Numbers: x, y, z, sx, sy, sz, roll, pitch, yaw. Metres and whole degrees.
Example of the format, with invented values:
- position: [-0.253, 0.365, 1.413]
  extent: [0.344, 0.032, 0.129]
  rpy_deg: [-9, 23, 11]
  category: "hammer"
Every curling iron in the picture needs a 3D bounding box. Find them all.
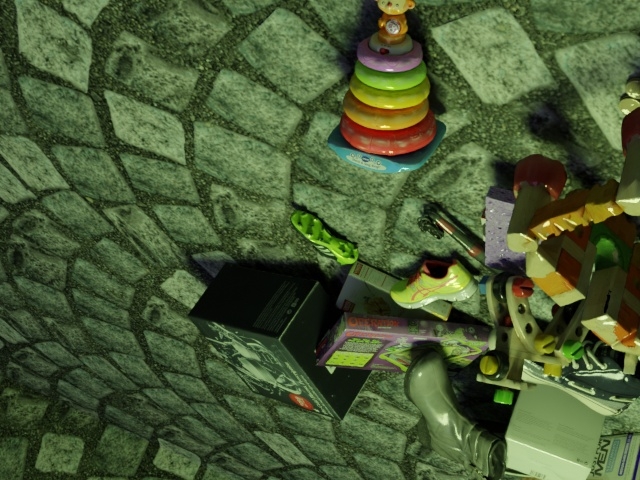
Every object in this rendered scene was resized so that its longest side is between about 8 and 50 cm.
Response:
- position: [0.303, 0.019, 1.870]
  extent: [0.274, 0.035, 0.068]
  rpy_deg: [32, 167, -16]
  category: "curling iron"

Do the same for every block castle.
- position: [0.539, 0.003, 1.504]
  extent: [0.453, 0.213, 0.303]
  rpy_deg: [38, 145, -22]
  category: "block castle"

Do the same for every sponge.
- position: [0.358, -0.009, 1.706]
  extent: [0.117, 0.031, 0.210]
  rpy_deg: [14, 147, 19]
  category: "sponge"

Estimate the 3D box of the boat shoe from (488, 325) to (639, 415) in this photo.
- position: [0.529, 0.239, 1.954]
  extent: [0.341, 0.127, 0.158]
  rpy_deg: [25, 142, -11]
  category: "boat shoe"

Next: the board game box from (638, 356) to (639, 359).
- position: [0.735, 0.178, 1.679]
  extent: [0.275, 0.142, 0.144]
  rpy_deg: [-16, 128, 47]
  category: "board game box"

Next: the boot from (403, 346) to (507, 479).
- position: [0.311, 0.393, 2.068]
  extent: [0.223, 0.118, 0.338]
  rpy_deg: [31, 153, 42]
  category: "boot"

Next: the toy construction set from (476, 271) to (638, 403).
- position: [0.435, 0.204, 1.767]
  extent: [0.309, 0.237, 0.257]
  rpy_deg: [5, 166, 33]
  category: "toy construction set"

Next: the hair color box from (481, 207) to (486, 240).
- position: [0.373, -0.023, 1.748]
  extent: [0.141, 0.043, 0.072]
  rpy_deg: [11, 145, 24]
  category: "hair color box"

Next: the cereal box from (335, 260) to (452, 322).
- position: [0.161, 0.148, 2.137]
  extent: [0.240, 0.047, 0.173]
  rpy_deg: [24, 149, 4]
  category: "cereal box"

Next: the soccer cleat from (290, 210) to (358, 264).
- position: [0.000, 0.000, 2.035]
  extent: [0.179, 0.060, 0.072]
  rpy_deg: [35, 148, -17]
  category: "soccer cleat"

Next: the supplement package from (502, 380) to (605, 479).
- position: [0.522, 0.418, 2.116]
  extent: [0.194, 0.203, 0.149]
  rpy_deg: [19, 147, 13]
  category: "supplement package"

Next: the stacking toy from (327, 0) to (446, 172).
- position: [0.113, -0.273, 1.512]
  extent: [0.175, 0.166, 0.302]
  rpy_deg: [18, 132, 20]
  category: "stacking toy"

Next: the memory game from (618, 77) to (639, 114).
- position: [0.543, -0.197, 1.409]
  extent: [0.186, 0.012, 0.186]
  rpy_deg: [19, 146, 13]
  category: "memory game"

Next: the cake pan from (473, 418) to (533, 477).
- position: [0.438, 0.498, 2.291]
  extent: [0.293, 0.054, 0.293]
  rpy_deg: [11, -175, -1]
  category: "cake pan"

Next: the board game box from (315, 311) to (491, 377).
- position: [0.183, 0.237, 2.109]
  extent: [0.347, 0.056, 0.208]
  rpy_deg: [8, 153, -17]
  category: "board game box"

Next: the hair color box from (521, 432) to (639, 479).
- position: [0.644, 0.580, 2.276]
  extent: [0.110, 0.185, 0.339]
  rpy_deg: [40, 145, -20]
  category: "hair color box"

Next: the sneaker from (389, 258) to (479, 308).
- position: [0.227, 0.080, 1.978]
  extent: [0.208, 0.081, 0.094]
  rpy_deg: [-14, 123, 38]
  category: "sneaker"

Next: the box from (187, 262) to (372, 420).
- position: [-0.091, 0.246, 2.299]
  extent: [0.312, 0.179, 0.343]
  rpy_deg: [10, 145, 41]
  category: "box"
